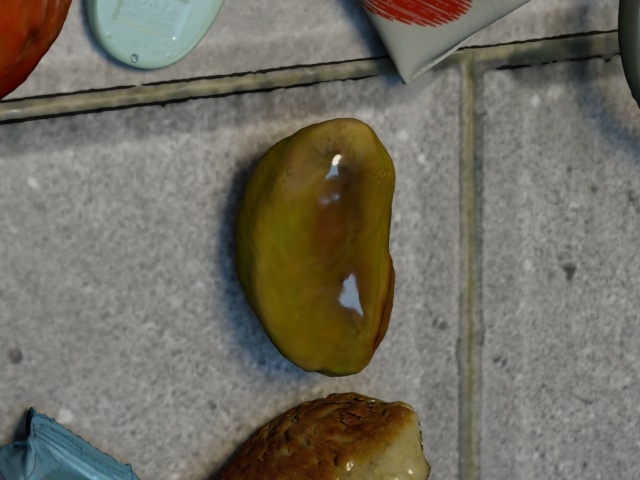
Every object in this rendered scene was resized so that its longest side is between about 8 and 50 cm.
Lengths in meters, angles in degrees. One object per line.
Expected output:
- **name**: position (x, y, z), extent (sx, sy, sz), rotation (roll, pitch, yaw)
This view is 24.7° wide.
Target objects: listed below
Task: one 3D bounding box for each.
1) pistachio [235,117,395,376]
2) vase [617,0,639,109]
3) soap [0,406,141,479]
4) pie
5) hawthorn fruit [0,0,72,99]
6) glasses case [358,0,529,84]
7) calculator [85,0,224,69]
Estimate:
- **pistachio**: position (-0.003, 0.002, 0.994), extent (0.110, 0.100, 0.189), rotation (-3, 117, -1)
- **vase**: position (0.326, -0.143, 1.079), extent (0.251, 0.156, 0.301), rotation (-22, 119, -21)
- **soap**: position (-0.214, 0.273, 0.985), extent (0.156, 0.077, 0.293), rotation (33, 90, -29)
- **pie**: position (-0.009, 0.175, 1.008), extent (0.193, 0.163, 0.079), rotation (-37, 109, -25)
- **hawthorn fruit**: position (-0.235, -0.153, 0.777), extent (0.261, 0.224, 0.224), rotation (14, 99, -40)
- **glasses case**: position (0.036, -0.238, 0.943), extent (0.128, 0.083, 0.308), rotation (-44, 118, -8)
- **calculator**: position (-0.097, -0.184, 0.933), extent (0.095, 0.021, 0.153), rotation (17, 101, -28)
